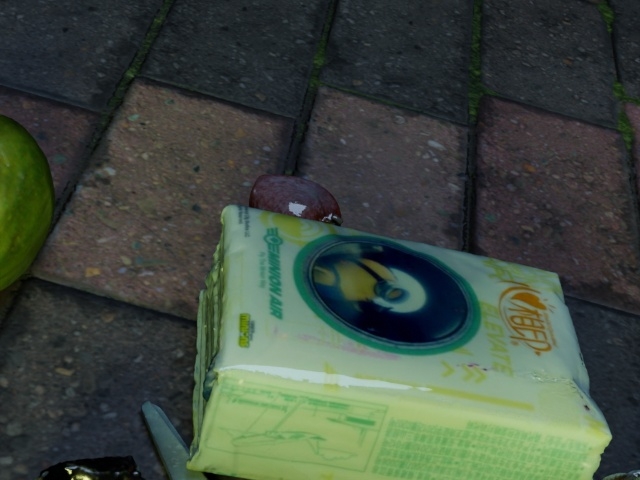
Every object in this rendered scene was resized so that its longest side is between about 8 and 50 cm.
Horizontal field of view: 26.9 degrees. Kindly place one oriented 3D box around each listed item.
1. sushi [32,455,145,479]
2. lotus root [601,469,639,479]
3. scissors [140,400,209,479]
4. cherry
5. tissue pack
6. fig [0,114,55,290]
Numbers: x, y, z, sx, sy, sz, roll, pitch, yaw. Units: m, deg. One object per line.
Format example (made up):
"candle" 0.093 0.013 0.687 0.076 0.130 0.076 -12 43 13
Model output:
"sushi" -0.196 0.263 1.068 0.115 0.147 0.212 10 41 -18
"lotus root" 0.320 0.341 1.165 0.175 0.175 0.350 11 41 -9
"scissors" -0.073 0.291 1.187 0.192 0.029 0.447 -6 38 -30
"cherry" 0.000 0.000 1.590 0.225 0.090 0.107 43 29 20
"tissue pack" 0.070 0.125 1.367 0.388 0.162 0.287 12 34 -11
"fig" -0.353 -0.018 1.400 0.167 0.167 0.234 -2 61 -26
